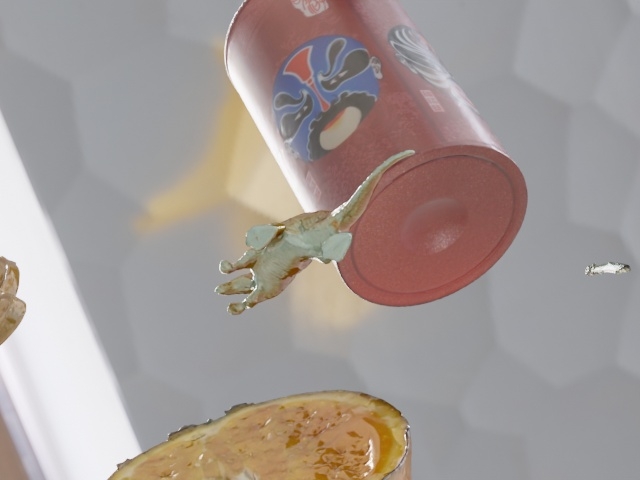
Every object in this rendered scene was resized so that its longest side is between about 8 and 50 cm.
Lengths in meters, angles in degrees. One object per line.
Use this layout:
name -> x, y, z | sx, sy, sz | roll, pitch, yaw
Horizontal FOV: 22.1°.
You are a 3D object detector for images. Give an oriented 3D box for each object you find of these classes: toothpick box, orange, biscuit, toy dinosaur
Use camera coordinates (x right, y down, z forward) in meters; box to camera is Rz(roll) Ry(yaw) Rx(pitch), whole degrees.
toothpick box -> 0.048, -0.116, 1.664 | 0.204, 0.204, 0.333 | -22, 46, -8
orange -> -0.061, 0.253, 1.558 | 0.310, 0.274, 0.274 | -52, 11, 2
biscuit -> -0.287, 0.070, 1.357 | 0.118, 0.023, 0.140 | -22, 41, 39
toy dinosaur -> -0.001, 0.001, 1.354 | 0.212, 0.057, 0.142 | -26, -6, 6

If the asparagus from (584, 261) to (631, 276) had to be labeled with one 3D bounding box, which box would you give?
asparagus -> 0.287, 0.029, 1.648 | 0.013, 0.016, 0.166 | -30, 1, -4
